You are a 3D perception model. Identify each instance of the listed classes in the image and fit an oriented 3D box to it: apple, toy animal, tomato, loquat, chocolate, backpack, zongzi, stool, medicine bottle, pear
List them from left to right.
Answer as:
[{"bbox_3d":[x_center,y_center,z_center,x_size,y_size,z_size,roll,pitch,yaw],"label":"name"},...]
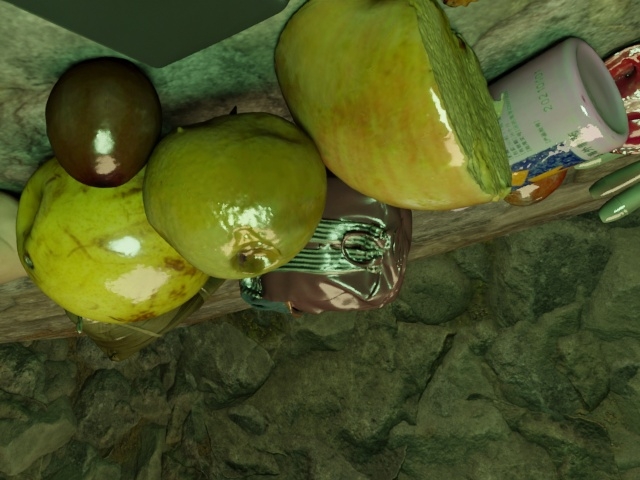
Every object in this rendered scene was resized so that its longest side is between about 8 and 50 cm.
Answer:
[{"bbox_3d":[-0.533,-0.001,0.795,0.250,0.153,0.166,-6,158,-40],"label":"toy animal"},{"bbox_3d":[-0.239,-0.127,0.579,0.124,0.132,0.127,-13,171,-17],"label":"chocolate"},{"bbox_3d":[-0.283,-0.013,0.748,0.281,0.280,0.280,-12,168,-3],"label":"pear"},{"bbox_3d":[-0.481,0.110,1.478,0.467,0.218,0.500,-35,163,-21],"label":"zongzi"},{"bbox_3d":[-0.102,-0.055,0.613,0.213,0.212,0.213,-12,168,-3],"label":"loquat"},{"bbox_3d":[0.000,0.000,0.870,0.318,0.283,0.197,10,-170,39],"label":"backpack"},{"bbox_3d":[0.101,-0.169,0.646,0.309,0.314,0.252,-6,124,-56],"label":"apple"},{"bbox_3d":[0.313,-0.173,0.837,0.178,0.178,0.291,-2,163,-42],"label":"medicine bottle"},{"bbox_3d":[0.453,-0.155,1.148,0.214,0.155,0.181,-3,161,-35],"label":"tomato"},{"bbox_3d":[0.663,-0.175,1.110,0.199,0.195,0.195,-26,-165,26],"label":"stool"},{"bbox_3d":[0.538,-0.249,0.876,0.173,0.189,0.099,-8,-152,31],"label":"tomato"}]

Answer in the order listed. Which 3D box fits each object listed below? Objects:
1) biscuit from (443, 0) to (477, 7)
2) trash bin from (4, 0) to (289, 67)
[{"bbox_3d":[0.217,-0.318,0.466,0.232,0.013,0.237,-16,167,16],"label":"biscuit"},{"bbox_3d":[-0.137,-0.214,0.332,0.165,0.114,0.225,-17,169,20],"label":"trash bin"}]
